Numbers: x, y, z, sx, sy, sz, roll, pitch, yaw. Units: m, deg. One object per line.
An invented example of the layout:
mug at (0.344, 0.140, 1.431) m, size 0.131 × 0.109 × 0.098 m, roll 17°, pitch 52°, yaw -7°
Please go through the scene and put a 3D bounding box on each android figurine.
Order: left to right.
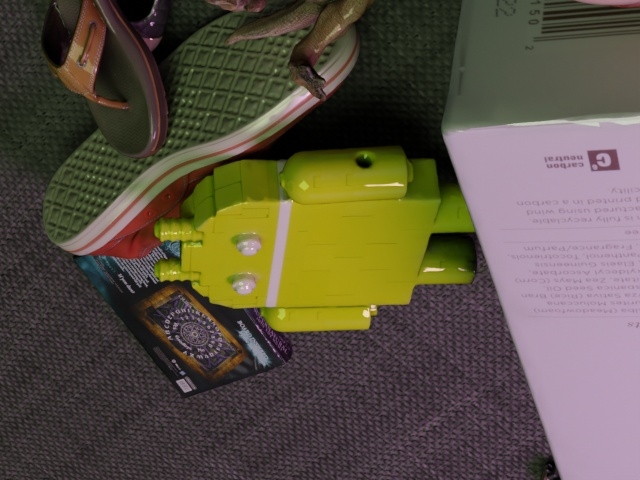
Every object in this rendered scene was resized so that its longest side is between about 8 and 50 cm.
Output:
android figurine at (0.000, 0.000, 1.224) m, size 0.273 × 0.056 × 0.248 m, roll -1°, pitch 149°, yaw -10°

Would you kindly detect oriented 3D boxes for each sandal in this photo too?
sandal at (-0.187, -0.163, 1.171) m, size 0.090 × 0.060 × 0.219 m, roll -1°, pitch 112°, yaw 47°

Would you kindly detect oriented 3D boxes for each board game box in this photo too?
board game box at (-0.126, 0.059, 1.392) m, size 0.126 × 0.026 × 0.186 m, roll -20°, pitch 119°, yaw 27°

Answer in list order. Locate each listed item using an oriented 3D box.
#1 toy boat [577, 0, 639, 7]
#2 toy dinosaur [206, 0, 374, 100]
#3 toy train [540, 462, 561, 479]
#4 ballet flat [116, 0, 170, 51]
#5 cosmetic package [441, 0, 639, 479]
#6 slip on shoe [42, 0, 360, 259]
toy boat at (0.174, -0.238, 0.781) m, size 0.151 × 0.151 × 0.231 m, roll 20°, pitch 112°, yaw 50°
toy dinosaur at (0.023, -0.232, 1.056) m, size 0.127 × 0.200 × 0.295 m, roll 32°, pitch 148°, yaw 3°
toy train at (0.262, 0.267, 1.445) m, size 0.158 × 0.027 × 0.036 m, roll 44°, pitch 136°, yaw -20°
ballet flat at (-0.150, -0.217, 1.169) m, size 0.058 × 0.049 × 0.173 m, roll 10°, pitch 129°, yaw 10°
cosmetic package at (0.215, -0.026, 1.019) m, size 0.162 × 0.230 × 0.453 m, roll -2°, pitch 144°, yaw 19°
slip on shoe at (-0.090, -0.086, 1.230) m, size 0.331 × 0.123 × 0.101 m, roll -36°, pitch 144°, yaw 29°
